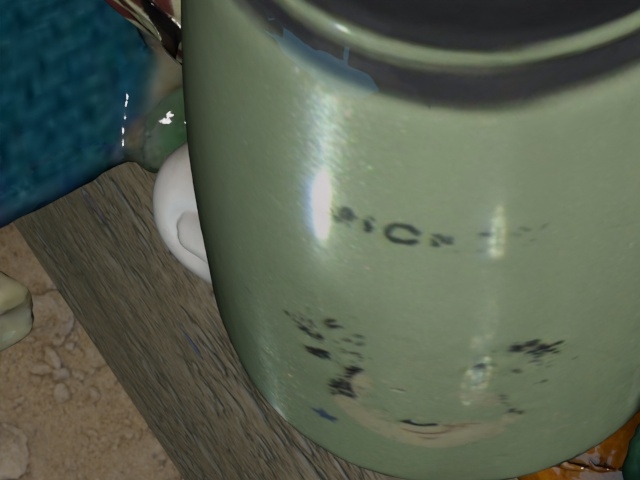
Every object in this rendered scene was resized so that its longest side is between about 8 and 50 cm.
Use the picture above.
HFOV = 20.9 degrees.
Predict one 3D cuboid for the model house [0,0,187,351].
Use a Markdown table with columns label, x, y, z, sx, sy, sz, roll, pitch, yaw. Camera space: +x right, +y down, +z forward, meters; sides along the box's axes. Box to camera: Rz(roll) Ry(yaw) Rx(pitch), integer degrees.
| label | x | y | z | sx | sy | sz | roll | pitch | yaw |
| --- | --- | --- | --- | --- | --- | --- | --- | --- | --- |
| model house | -0.219 | -0.081 | 0.997 | 0.280 | 0.312 | 0.245 | 48 | 153 | 22 |

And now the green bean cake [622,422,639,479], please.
| label | x | y | z | sx | sy | sz | roll | pitch | yaw |
| --- | --- | --- | --- | --- | --- | --- | --- | --- | --- |
| green bean cake | 0.183 | 0.148 | 0.545 | 0.107 | 0.193 | 0.208 | -102 | 19 | -69 |

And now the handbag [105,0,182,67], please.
| label | x | y | z | sx | sy | sz | roll | pitch | yaw |
| --- | --- | --- | --- | --- | --- | --- | --- | --- | --- |
| handbag | -0.056 | -0.144 | 0.681 | 0.235 | 0.127 | 0.213 | 45 | 160 | 30 |

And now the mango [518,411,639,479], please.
| label | x | y | z | sx | sy | sz | roll | pitch | yaw |
| --- | --- | --- | --- | --- | --- | --- | --- | --- | --- |
| mango | 0.127 | 0.082 | 0.667 | 0.159 | 0.084 | 0.105 | 38 | 163 | 51 |

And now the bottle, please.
| label | x | y | z | sx | sy | sz | roll | pitch | yaw |
| --- | --- | --- | --- | --- | --- | --- | --- | --- | --- |
| bottle | 0.042 | -0.063 | 0.460 | 0.168 | 0.168 | 0.347 | 50 | 164 | 22 |

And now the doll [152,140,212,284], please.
| label | x | y | z | sx | sy | sz | roll | pitch | yaw |
| --- | --- | --- | --- | --- | --- | --- | --- | --- | --- |
| doll | -0.005 | -0.005 | 0.857 | 0.180 | 0.110 | 0.107 | 33 | 155 | 52 |
